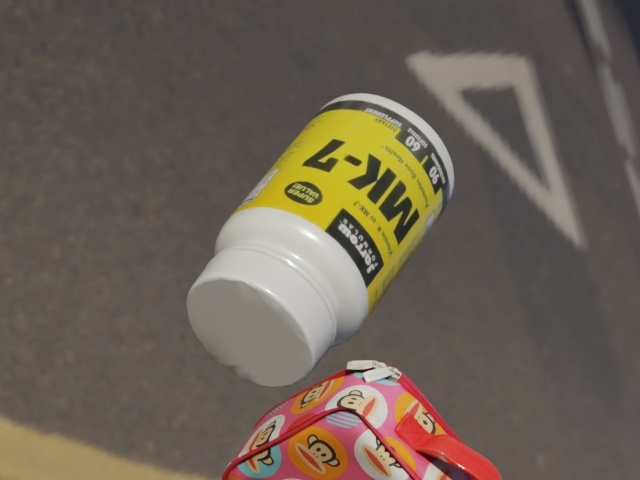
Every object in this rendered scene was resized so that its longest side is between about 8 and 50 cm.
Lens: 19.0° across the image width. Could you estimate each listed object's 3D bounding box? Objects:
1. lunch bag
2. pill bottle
[{"bbox_3d":[0.072,0.268,1.917,0.293,0.258,0.120,50,38,-10],"label":"lunch bag"},{"bbox_3d":[0.000,0.000,1.335,0.208,0.119,0.119,-53,129,-40],"label":"pill bottle"}]
